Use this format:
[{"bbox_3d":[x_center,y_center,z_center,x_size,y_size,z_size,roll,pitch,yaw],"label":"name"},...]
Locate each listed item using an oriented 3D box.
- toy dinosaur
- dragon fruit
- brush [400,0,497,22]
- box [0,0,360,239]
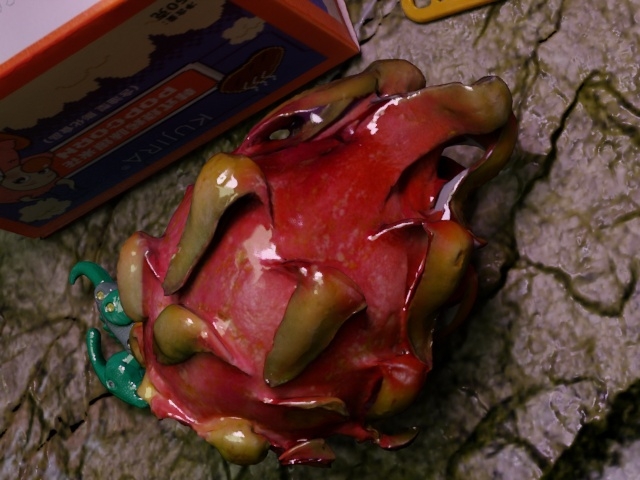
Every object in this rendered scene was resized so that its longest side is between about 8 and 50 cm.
[{"bbox_3d":[-0.160,0.066,1.263,0.096,0.059,0.132,-46,70,21],"label":"toy dinosaur"},{"bbox_3d":[0.002,0.015,1.100,0.307,0.243,0.227,-22,38,-15],"label":"dragon fruit"},{"bbox_3d":[0.180,-0.207,1.145,0.272,0.013,0.103,-11,75,29],"label":"brush"},{"bbox_3d":[-0.206,-0.227,1.230,0.348,0.257,0.318,-29,69,21],"label":"box"}]
